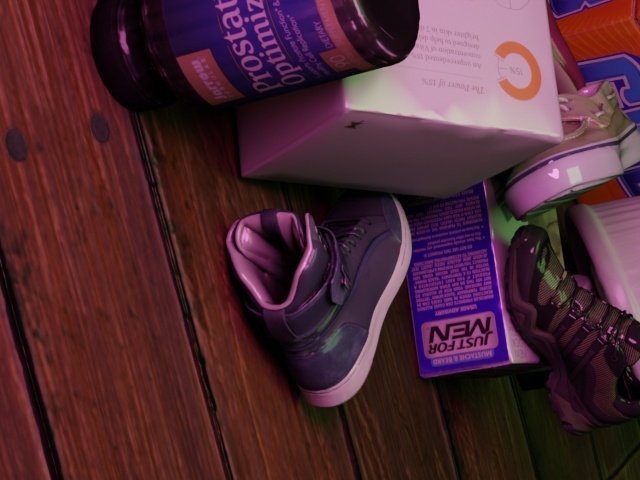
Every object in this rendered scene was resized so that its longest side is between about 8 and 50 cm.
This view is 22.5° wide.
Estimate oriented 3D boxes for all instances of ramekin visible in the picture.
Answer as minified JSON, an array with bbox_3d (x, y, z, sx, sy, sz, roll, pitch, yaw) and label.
[{"bbox_3d":[0.391,0.068,1.889,0.273,0.127,0.272,-21,90,-87],"label":"ramekin"}]

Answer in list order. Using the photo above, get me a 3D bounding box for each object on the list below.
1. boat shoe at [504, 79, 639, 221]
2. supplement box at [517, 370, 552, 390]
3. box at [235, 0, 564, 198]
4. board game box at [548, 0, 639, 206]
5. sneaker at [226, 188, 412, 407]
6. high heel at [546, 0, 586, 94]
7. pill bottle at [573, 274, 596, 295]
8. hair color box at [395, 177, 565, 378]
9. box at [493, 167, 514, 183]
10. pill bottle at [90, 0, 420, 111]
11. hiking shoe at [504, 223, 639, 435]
[{"bbox_3d":[0.227,-0.088,1.502,0.094,0.109,0.302,63,23,1],"label":"boat shoe"},{"bbox_3d":[0.245,0.106,1.778,0.083,0.056,0.083,64,30,-24],"label":"supplement box"},{"bbox_3d":[0.050,-0.228,1.338,0.215,0.168,0.345,5,71,-32],"label":"box"},{"bbox_3d":[0.462,-0.274,2.022,0.356,0.356,0.356,52,37,-39],"label":"board game box"},{"bbox_3d":[0.002,0.000,1.330,0.163,0.086,0.226,57,35,-40],"label":"sneaker"},{"bbox_3d":[0.222,-0.275,1.804,0.377,0.127,0.181,52,47,-34],"label":"high heel"},{"bbox_3d":[0.299,0.106,1.870,0.067,0.067,0.120,-50,123,-57],"label":"pill bottle"},{"bbox_3d":[0.160,-0.034,1.622,0.185,0.110,0.338,7,74,-60],"label":"hair color box"},{"bbox_3d":[0.165,-0.128,1.529,0.225,0.036,0.136,16,66,-54],"label":"box"},{"bbox_3d":[-0.050,-0.161,1.154,0.123,0.219,0.122,34,50,-53],"label":"pill bottle"},{"bbox_3d":[0.254,0.077,1.518,0.227,0.114,0.086,64,32,-22],"label":"hiking shoe"}]
